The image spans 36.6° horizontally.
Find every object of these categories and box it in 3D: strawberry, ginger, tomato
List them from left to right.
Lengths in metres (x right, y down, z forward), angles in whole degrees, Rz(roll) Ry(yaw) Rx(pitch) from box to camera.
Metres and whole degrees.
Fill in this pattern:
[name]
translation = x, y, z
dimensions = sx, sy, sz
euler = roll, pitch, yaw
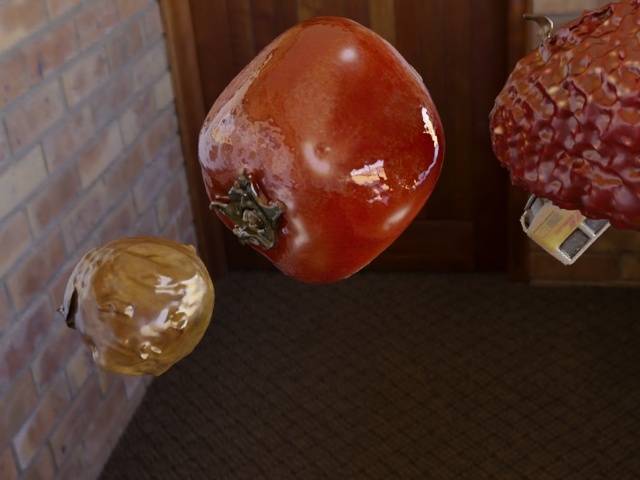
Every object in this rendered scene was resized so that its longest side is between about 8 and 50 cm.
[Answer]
[ginger]
translation = -0.261, 0.097, 1.519
dimensions = 0.223, 0.200, 0.269
euler = 31, 12, 34
[tomato]
translation = -0.004, -0.116, 1.238
dimensions = 0.290, 0.293, 0.325
euler = -45, 3, -26
[strawberry]
translation = 0.336, -0.152, 1.046
dimensions = 0.343, 0.292, 0.292
euler = 17, 34, 35

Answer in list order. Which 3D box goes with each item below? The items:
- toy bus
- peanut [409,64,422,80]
[toy bus]
translation = 0.473, -0.119, 1.575
dimensions = 0.138, 0.342, 0.097
euler = 41, 18, -6
[peanut]
translation = 0.123, -0.280, 1.865
dimensions = 0.159, 0.143, 0.291
euler = -5, 11, 12
